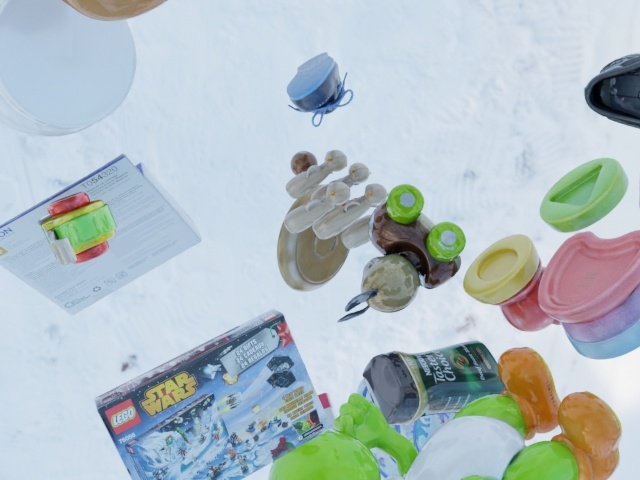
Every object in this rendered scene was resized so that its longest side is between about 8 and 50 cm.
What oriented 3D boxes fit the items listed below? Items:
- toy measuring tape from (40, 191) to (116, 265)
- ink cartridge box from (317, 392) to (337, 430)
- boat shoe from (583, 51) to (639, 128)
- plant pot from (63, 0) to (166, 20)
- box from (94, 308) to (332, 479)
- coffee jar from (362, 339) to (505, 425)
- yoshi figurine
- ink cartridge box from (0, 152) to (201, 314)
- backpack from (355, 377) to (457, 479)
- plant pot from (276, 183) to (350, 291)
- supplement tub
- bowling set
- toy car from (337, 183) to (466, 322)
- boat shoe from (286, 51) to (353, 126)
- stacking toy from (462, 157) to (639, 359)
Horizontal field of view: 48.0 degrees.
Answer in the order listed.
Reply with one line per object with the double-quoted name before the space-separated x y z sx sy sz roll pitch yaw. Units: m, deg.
"toy measuring tape" -0.377 -0.017 1.143 0.122 0.330 0.121 -2 96 -23
"ink cartridge box" -0.012 0.485 1.801 0.127 0.176 0.128 -19 166 -1
"boat shoe" 0.469 -0.169 0.845 0.113 0.340 0.127 -16 118 -34
"plant pot" -0.248 -0.388 0.793 0.291 0.291 0.203 -43 78 13
"box" -0.071 0.119 0.493 0.137 0.027 0.093 -25 102 -17
"coffee jar" 0.153 0.192 0.976 0.185 0.096 0.079 -3 137 -28
"yoshi figurine" 0.100 0.223 0.711 0.362 0.203 0.203 -26 158 -13
"ink cartridge box" -0.445 -0.017 1.409 0.324 0.071 0.330 -29 145 0
"backpack" 0.223 0.394 1.474 0.356 0.290 0.273 30 154 -11
"plant pot" 0.000 0.000 1.522 0.236 0.032 0.236 -23 122 -44
"supplement tub" -0.442 -0.282 1.096 0.236 0.325 0.235 -11 107 -38
"bowling set" 0.028 -0.110 1.314 0.154 0.199 0.287 -33 162 20
"toy car" 0.091 0.042 1.015 0.188 0.149 0.155 -42 167 -16
"boat shoe" 0.010 -0.259 1.223 0.109 0.258 0.089 -23 111 19
"stacking toy" 0.377 0.029 0.979 0.279 0.309 0.130 -47 107 -7
